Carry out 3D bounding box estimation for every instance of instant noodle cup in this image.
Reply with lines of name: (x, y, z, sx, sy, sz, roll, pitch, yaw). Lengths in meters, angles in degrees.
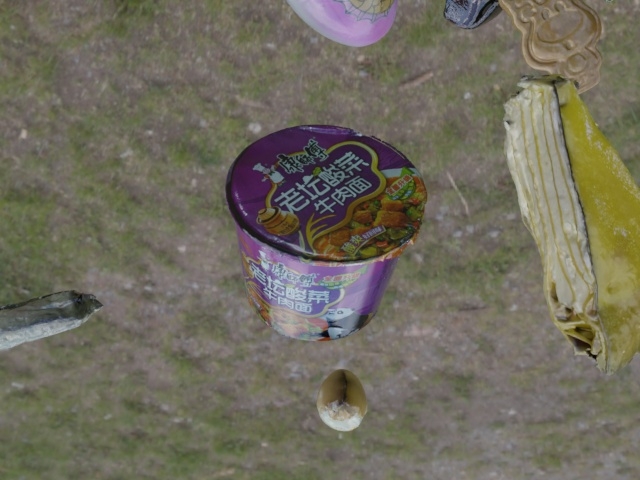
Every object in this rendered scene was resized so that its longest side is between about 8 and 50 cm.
instant noodle cup: (0.000, 0.000, 1.006, 0.251, 0.251, 0.190, 5, 136, -2)

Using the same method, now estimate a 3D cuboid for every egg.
egg: (0.030, -0.446, 1.284, 0.196, 0.196, 0.271, -20, 150, 23)
egg: (0.030, 0.222, 1.079, 0.071, 0.083, 0.071, 6, 144, 4)

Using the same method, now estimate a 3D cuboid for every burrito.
burrito: (-0.326, 0.090, 0.821, 0.188, 0.058, 0.045, -16, 136, -7)

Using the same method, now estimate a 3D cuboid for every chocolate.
chocolate: (0.305, -0.472, 1.502, 0.125, 0.080, 0.149, -49, 154, 4)

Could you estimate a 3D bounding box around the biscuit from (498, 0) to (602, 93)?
biscuit: (0.400, -0.361, 1.307, 0.144, 0.040, 0.236, -27, 90, 4)

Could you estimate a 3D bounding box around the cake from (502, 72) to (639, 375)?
cake: (0.154, -0.004, 0.492, 0.185, 0.116, 0.080, 51, 158, -16)

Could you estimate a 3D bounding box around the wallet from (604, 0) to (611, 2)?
wallet: (0.559, -0.553, 1.557, 0.110, 0.155, 0.039, -34, 158, -14)
